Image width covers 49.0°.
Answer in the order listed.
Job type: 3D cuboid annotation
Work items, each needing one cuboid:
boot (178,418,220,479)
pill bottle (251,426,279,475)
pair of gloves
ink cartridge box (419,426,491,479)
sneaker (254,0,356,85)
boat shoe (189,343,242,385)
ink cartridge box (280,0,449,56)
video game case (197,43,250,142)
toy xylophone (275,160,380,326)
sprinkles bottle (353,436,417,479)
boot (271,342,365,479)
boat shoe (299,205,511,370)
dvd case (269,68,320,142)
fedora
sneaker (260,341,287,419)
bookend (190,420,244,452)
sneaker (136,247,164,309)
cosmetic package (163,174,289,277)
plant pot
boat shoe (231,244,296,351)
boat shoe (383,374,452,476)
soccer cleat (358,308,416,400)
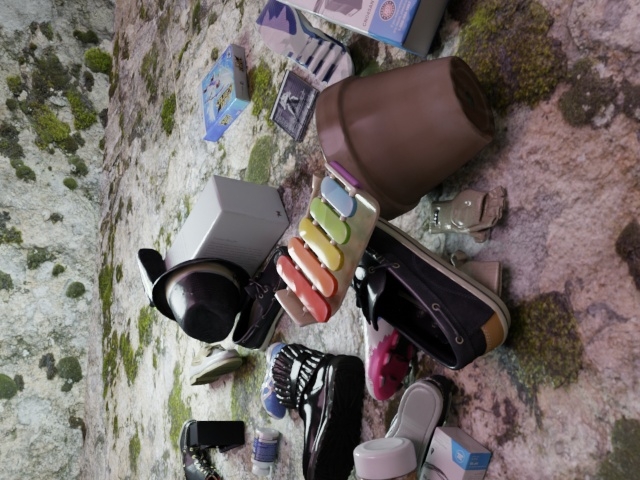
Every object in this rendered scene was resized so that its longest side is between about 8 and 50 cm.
[{"bbox_3d":[-0.379,0.701,2.234,0.178,0.085,0.236,1,89,54],"label":"boot"},{"bbox_3d":[-0.156,0.585,1.945,0.067,0.067,0.120,8,88,56],"label":"pill bottle"},{"bbox_3d":[0.301,0.016,1.440,0.204,0.042,0.240,-20,63,56],"label":"pair of gloves"},{"bbox_3d":[0.254,0.470,1.374,0.104,0.060,0.180,29,106,55],"label":"ink cartridge box"},{"bbox_3d":[-0.023,-0.517,1.900,0.315,0.182,0.127,42,105,11],"label":"sneaker"},{"bbox_3d":[-0.348,0.384,2.240,0.302,0.113,0.103,-34,61,49],"label":"boat shoe"},{"bbox_3d":[0.106,-0.636,1.637,0.395,0.166,0.285,28,108,25],"label":"ink cartridge box"},{"bbox_3d":[-0.353,-0.527,2.527,0.269,0.061,0.244,-37,53,45],"label":"video game case"},{"bbox_3d":[0.000,0.000,1.364,0.236,0.081,0.323,37,116,50],"label":"toy xylophone"},{"bbox_3d":[0.151,0.574,1.373,0.121,0.121,0.355,-11,88,55],"label":"sprinkles bottle"},{"bbox_3d":[-0.025,0.432,1.728,0.260,0.131,0.348,-4,67,49],"label":"boot"},{"bbox_3d":[0.131,0.085,1.403,0.500,0.156,0.187,33,148,28],"label":"boat shoe"},{"bbox_3d":[-0.081,-0.411,2.133,0.221,0.018,0.164,47,121,49],"label":"dvd case"},{"bbox_3d":[-0.341,0.202,2.082,0.334,0.334,0.152,-52,40,36],"label":"fedora"},{"bbox_3d":[-0.113,0.383,1.922,0.081,0.080,0.211,-18,68,56],"label":"sneaker"},{"bbox_3d":[-0.336,0.597,2.129,0.156,0.157,0.072,-34,54,46],"label":"bookend"},{"bbox_3d":[-0.539,0.121,2.208,0.097,0.084,0.235,-60,38,30],"label":"sneaker"},{"bbox_3d":[-0.314,0.026,2.177,0.453,0.230,0.161,-52,43,34],"label":"cosmetic package"},{"bbox_3d":[0.196,-0.234,1.464,0.280,0.323,0.323,-22,63,33],"label":"plant pot"},{"bbox_3d":[-0.174,0.166,2.037,0.127,0.113,0.340,49,122,49],"label":"boat shoe"},{"bbox_3d":[0.191,0.413,1.462,0.114,0.091,0.302,37,116,24],"label":"boat shoe"},{"bbox_3d":[0.140,0.184,1.562,0.143,0.116,0.331,5,78,42],"label":"soccer cleat"}]
